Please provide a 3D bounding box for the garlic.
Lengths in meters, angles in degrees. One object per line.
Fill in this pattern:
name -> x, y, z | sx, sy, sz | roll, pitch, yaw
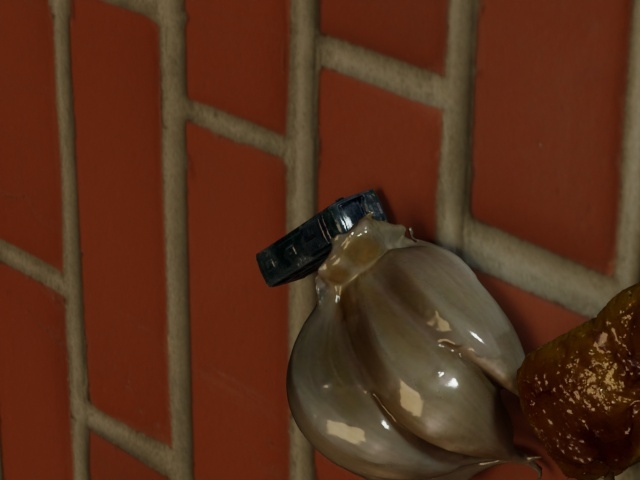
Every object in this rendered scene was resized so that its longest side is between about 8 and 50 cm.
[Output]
garlic -> 0.086, 0.129, 1.786 | 0.237, 0.210, 0.292 | -31, 73, 18

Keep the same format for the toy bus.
toy bus -> 0.000, 0.000, 1.871 | 0.166, 0.065, 0.047 | -33, 77, 53

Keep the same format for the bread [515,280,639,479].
bread -> 0.274, 0.109, 1.567 | 0.271, 0.077, 0.139 | -38, 78, 48
